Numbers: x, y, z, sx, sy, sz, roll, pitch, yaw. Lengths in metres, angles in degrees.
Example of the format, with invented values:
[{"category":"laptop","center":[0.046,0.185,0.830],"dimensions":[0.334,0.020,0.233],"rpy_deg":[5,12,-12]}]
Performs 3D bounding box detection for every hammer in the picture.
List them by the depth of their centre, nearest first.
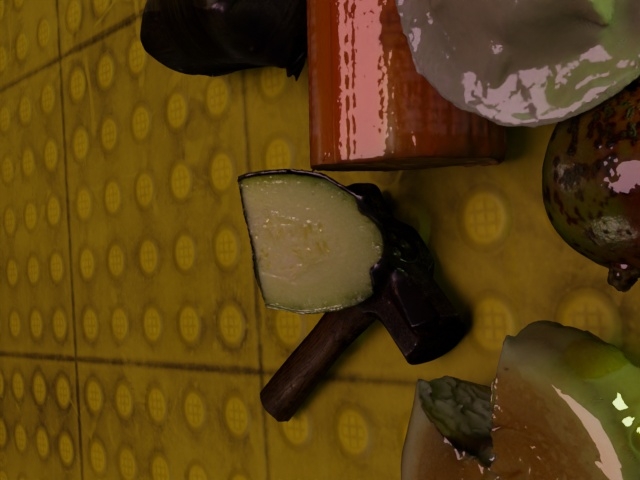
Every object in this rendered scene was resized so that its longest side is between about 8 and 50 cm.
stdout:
[{"category":"hammer","center":[0.014,0.135,1.172],"dimensions":[0.409,0.095,0.242],"rpy_deg":[-53,54,38]}]

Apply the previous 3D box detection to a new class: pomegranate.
[{"category":"pomegranate","center":[0.319,-0.077,0.767],"dimensions":[0.246,0.198,0.198],"rpy_deg":[-40,56,1]}]

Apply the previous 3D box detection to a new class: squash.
[{"category":"squash","center":[0.007,-0.009,1.051],"dimensions":[0.184,0.085,0.191],"rpy_deg":[0,112,25]}]

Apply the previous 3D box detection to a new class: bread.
[{"category":"bread","center":[0.231,0.251,0.875],"dimensions":[0.333,0.160,0.332],"rpy_deg":[5,96,50]}]

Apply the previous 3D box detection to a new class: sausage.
[{"category":"sausage","center":[0.097,-0.225,0.963],"dimensions":[0.233,0.233,0.287],"rpy_deg":[2,94,48]}]

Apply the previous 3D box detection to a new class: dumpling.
[{"category":"dumpling","center":[0.198,-0.228,0.779],"dimensions":[0.293,0.163,0.204],"rpy_deg":[23,126,34]}]

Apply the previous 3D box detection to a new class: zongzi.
[{"category":"zongzi","center":[-0.091,-0.447,1.232],"dimensions":[0.403,0.208,0.432],"rpy_deg":[11,79,59]}]
